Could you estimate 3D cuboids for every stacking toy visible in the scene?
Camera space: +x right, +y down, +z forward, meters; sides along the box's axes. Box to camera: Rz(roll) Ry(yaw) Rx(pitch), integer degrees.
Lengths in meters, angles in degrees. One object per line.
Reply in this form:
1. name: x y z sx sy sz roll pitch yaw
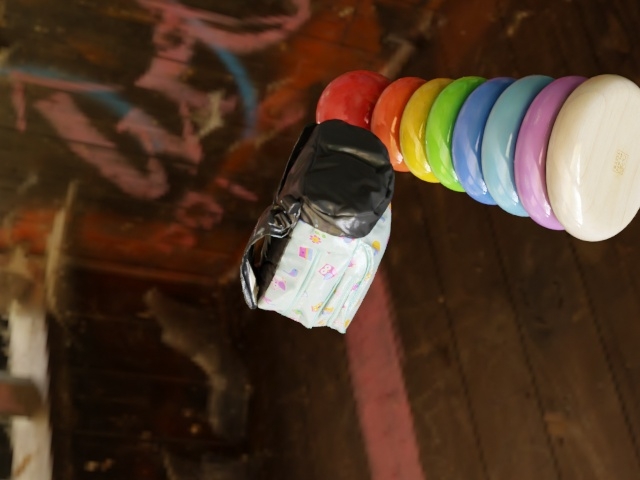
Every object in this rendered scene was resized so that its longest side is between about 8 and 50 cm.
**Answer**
1. stacking toy: 0.128 -0.093 1.186 0.330 0.141 0.141 13 -87 41

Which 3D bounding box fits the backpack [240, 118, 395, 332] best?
1. backpack: 0.000 0.000 1.181 0.152 0.115 0.182 -65 178 -49
